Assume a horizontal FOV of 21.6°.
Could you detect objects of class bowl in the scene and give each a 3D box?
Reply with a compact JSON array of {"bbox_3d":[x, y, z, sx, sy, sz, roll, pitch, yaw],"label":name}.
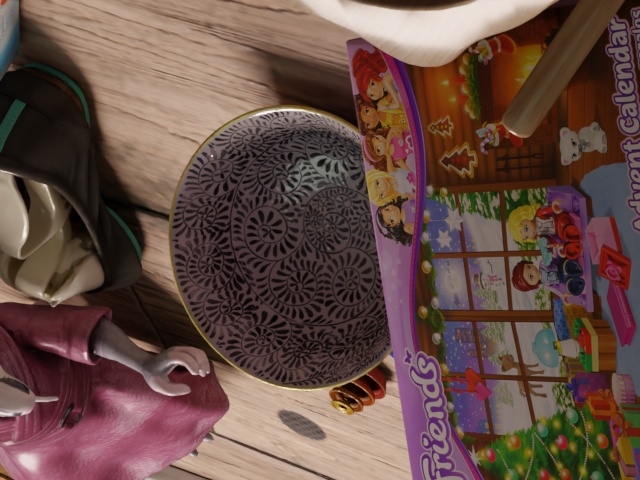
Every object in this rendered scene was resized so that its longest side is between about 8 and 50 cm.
[{"bbox_3d":[0.000,0.000,1.016,0.170,0.170,0.080,19,-164,24],"label":"bowl"}]

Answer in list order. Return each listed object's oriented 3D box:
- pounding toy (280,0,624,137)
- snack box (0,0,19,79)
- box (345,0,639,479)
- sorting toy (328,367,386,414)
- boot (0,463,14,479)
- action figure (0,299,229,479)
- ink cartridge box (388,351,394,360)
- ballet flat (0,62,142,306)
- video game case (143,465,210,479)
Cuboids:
[{"bbox_3d":[0.042,-0.138,0.658,0.154,0.155,0.269,34,155,-19],"label":"pounding toy"},{"bbox_3d":[-0.336,-0.219,1.032,0.322,0.060,0.187,28,155,4],"label":"snack box"},{"bbox_3d":[0.118,0.034,0.807,0.201,0.057,0.293,-3,99,49],"label":"box"},{"bbox_3d":[0.001,0.108,1.293,0.102,0.042,0.061,9,148,38],"label":"sorting toy"},{"bbox_3d":[-0.316,0.201,1.778,0.305,0.112,0.115,34,127,8],"label":"boot"},{"bbox_3d":[-0.224,0.103,1.324,0.275,0.248,0.370,48,-176,23],"label":"action figure"},{"bbox_3d":[0.117,0.110,1.073,0.224,0.045,0.223,43,176,-23],"label":"ink cartridge box"},{"bbox_3d":[-0.201,-0.017,1.216,0.095,0.096,0.280,20,154,18],"label":"ballet flat"},{"bbox_3d":[-0.062,0.340,1.814,0.204,0.025,0.285,14,151,30],"label":"video game case"}]
